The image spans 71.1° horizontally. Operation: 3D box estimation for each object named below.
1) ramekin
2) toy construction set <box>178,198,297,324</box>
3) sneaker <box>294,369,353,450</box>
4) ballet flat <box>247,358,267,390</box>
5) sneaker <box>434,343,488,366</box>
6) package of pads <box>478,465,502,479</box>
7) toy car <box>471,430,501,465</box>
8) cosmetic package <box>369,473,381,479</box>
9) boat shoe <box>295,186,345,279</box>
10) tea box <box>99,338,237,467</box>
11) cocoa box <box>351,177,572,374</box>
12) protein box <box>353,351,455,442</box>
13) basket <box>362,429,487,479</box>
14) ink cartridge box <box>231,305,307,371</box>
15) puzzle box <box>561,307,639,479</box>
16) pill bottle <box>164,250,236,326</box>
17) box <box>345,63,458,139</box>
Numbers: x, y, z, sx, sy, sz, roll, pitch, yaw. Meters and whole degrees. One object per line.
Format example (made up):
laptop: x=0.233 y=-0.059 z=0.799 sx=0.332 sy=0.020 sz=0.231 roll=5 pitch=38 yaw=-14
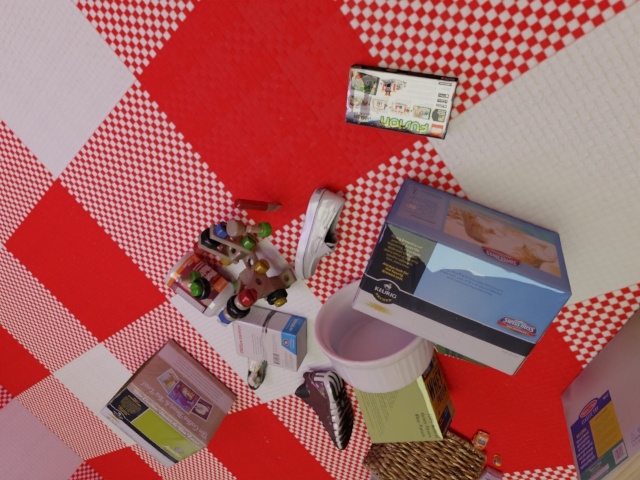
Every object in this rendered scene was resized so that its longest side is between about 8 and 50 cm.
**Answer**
ramekin: x=0.136 y=0.223 z=1.065 sx=0.277 sy=0.277 sz=0.135 roll=-5 pitch=126 yaw=25
toy construction set: x=-0.166 y=0.045 z=1.158 sx=0.257 sy=0.237 sz=0.309 roll=40 pitch=114 yaw=33
sneaker: x=0.006 y=0.524 z=1.419 sx=0.162 sy=0.106 sz=0.282 roll=0 pitch=110 yaw=29
ballet flat: x=-0.210 y=0.416 z=1.454 sx=0.070 sy=0.070 sz=0.189 roll=13 pitch=124 yaw=15
sneaker: x=0.333 y=0.261 z=1.131 sx=0.192 sy=0.064 sz=0.086 roll=38 pitch=128 yaw=4
package of pads: x=0.510 y=0.723 z=1.362 sx=0.050 sy=0.032 sz=0.083 roll=25 pitch=126 yaw=10
toy car: x=0.489 y=0.602 z=1.290 sx=0.122 sy=0.040 sz=0.060 roll=37 pitch=127 yaw=-2
cosmetic package: x=0.268 y=0.882 z=1.398 sx=0.129 sy=0.153 sz=0.296 roll=39 pitch=164 yaw=-33
boat shoe: x=0.000 y=0.000 z=1.087 sx=0.084 sy=0.095 sz=0.258 roll=22 pitch=127 yaw=14
tea box: x=-0.542 y=0.588 z=1.604 sx=0.329 sy=0.220 sz=0.323 roll=45 pitch=127 yaw=-8
cocoa box: x=0.279 y=0.061 z=0.921 sx=0.347 sy=0.231 sz=0.228 roll=22 pitch=124 yaw=9
protein box: x=0.218 y=0.406 z=1.189 sx=0.201 sy=0.136 sz=0.200 roll=-18 pitch=92 yaw=31
basket: x=0.310 y=0.670 z=1.375 sx=0.299 sy=0.223 sz=0.213 roll=31 pitch=161 yaw=2
ink cartridge box: x=-0.149 y=0.288 z=1.334 sx=0.203 sy=0.086 sz=0.148 roll=12 pitch=124 yaw=17
puzzle box: x=0.635 y=0.311 z=0.905 sx=0.052 sy=0.272 sz=0.409 roll=19 pitch=126 yaw=6
pill bottle: x=-0.328 y=0.143 z=1.297 sx=0.221 sy=0.121 sz=0.121 roll=39 pitch=127 yaw=-4
box: x=0.155 y=-0.275 z=0.886 sx=0.206 sy=0.036 sz=0.114 roll=14 pitch=125 yaw=14
